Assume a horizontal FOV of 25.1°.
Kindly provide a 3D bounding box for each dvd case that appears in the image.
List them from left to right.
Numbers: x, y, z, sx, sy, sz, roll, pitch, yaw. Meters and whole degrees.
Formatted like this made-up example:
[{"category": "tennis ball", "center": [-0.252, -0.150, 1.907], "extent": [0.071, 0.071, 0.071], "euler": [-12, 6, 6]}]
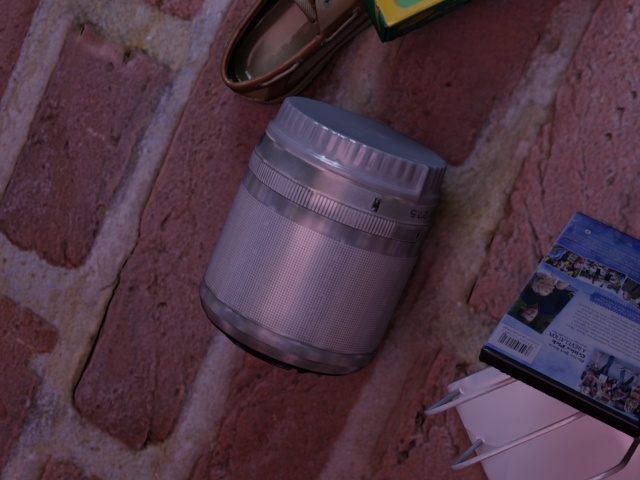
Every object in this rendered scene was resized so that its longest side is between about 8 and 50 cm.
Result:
[{"category": "dvd case", "center": [0.301, 0.083, 1.520], "extent": [0.180, 0.253, 0.022], "euler": [27, 138, 17]}]

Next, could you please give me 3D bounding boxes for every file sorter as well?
[{"category": "file sorter", "center": [0.260, 0.263, 1.579], "extent": [0.193, 0.173, 0.277], "euler": [-26, 85, 21]}]

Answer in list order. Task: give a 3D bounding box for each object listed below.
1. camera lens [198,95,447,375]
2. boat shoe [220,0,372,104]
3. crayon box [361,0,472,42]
[{"category": "camera lens", "center": [0.000, 0.000, 1.630], "extent": [0.219, 0.219, 0.274], "euler": [27, 104, 17]}, {"category": "boat shoe", "center": [0.003, -0.283, 1.656], "extent": [0.122, 0.120, 0.324], "euler": [43, 108, 12]}, {"category": "crayon box", "center": [0.158, -0.352, 1.559], "extent": [0.278, 0.081, 0.165], "euler": [-25, 85, -1]}]
